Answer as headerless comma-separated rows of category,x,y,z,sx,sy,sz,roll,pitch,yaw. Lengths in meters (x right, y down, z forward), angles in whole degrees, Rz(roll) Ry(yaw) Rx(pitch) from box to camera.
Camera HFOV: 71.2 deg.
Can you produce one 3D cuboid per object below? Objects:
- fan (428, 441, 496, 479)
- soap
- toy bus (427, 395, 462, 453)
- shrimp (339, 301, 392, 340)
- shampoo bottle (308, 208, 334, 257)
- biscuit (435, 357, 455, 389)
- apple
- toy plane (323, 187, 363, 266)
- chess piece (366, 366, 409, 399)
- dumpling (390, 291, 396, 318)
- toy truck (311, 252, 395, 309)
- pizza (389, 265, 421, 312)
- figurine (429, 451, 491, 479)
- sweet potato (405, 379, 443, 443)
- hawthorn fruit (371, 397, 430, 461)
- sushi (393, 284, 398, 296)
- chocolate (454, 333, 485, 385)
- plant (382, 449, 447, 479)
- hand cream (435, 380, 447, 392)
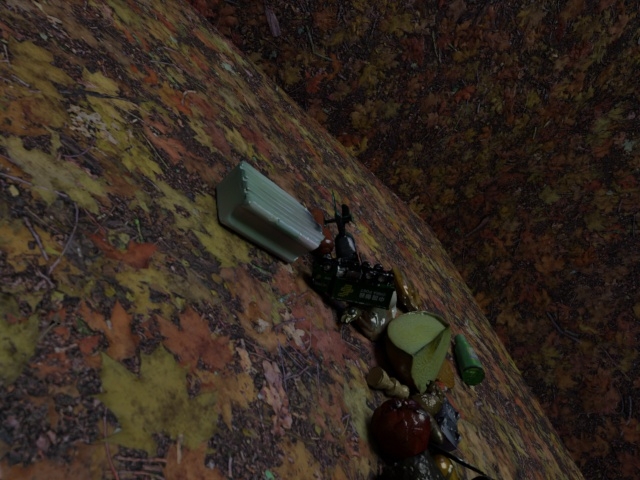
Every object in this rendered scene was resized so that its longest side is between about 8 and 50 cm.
fan,0.369,0.576,1.163,0.294,0.012,0.223,23,-19,17
soap,-0.137,-0.066,1.327,0.347,0.115,0.208,34,27,-40
toy bus,0.362,0.556,1.358,0.087,0.098,0.178,49,23,-3
shrimp,0.155,0.253,1.460,0.317,0.077,0.168,-7,80,-54
shampoo bottle,0.000,-0.002,1.568,0.085,0.085,0.244,30,32,-45
biscuit,0.444,0.473,1.765,0.254,0.035,0.254,42,23,-22
apple,0.323,0.362,1.485,0.254,0.179,0.346,54,34,13
toy plane,0.078,0.017,1.463,0.155,0.106,0.381,-93,168,-53
chess piece,0.206,0.426,1.305,0.172,0.060,0.060,40,22,-34
dumpling,0.213,0.209,1.642,0.127,0.108,0.188,-15,80,-41
toy truck,0.098,0.124,1.385,0.259,0.121,0.088,12,21,-6
pizza,0.394,0.245,1.970,0.297,0.071,0.189,52,16,-42
figurine,0.348,0.632,1.076,0.257,0.167,0.192,50,-6,4
sweet potato,0.285,0.486,1.269,0.310,0.124,0.098,-12,84,-73
hawthorn fruit,0.203,0.480,1.109,0.148,0.148,0.172,-19,101,-69
sushi,0.304,0.202,1.947,0.120,0.026,0.126,55,20,8
chocolate,0.676,0.536,2.074,0.110,0.110,0.291,46,18,-13
plant,0.224,0.573,0.967,0.142,0.131,0.203,24,32,-49
hand cream,0.385,0.509,1.586,0.216,0.038,0.052,28,2,-40
